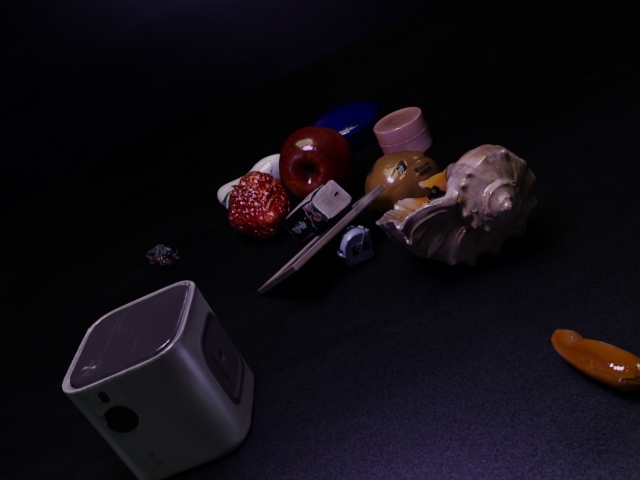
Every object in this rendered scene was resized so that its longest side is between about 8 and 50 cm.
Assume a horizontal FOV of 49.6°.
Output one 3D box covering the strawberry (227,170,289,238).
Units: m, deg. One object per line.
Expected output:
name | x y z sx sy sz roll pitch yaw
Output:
strawberry | -0.169 -0.088 1.927 0.186 0.184 0.201 -33 35 -4

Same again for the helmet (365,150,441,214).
helmet | 0.204 -0.159 1.746 0.198 0.130 0.224 5 39 44

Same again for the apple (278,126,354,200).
apple | -0.010 -0.213 1.952 0.218 0.218 0.201 -19 22 17

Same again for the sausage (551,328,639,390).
sausage | 0.404 0.174 1.016 0.062 0.054 0.183 -2 12 -27

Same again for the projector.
projector | -0.289 0.260 1.297 0.248 0.249 0.248 -23 26 11

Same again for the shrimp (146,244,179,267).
shrimp | -0.475 0.036 2.093 0.076 0.082 0.174 -44 23 -22

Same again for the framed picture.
framed picture | 0.000 0.000 1.653 0.324 0.020 0.240 -42 3 -28

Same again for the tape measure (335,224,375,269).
tape measure | 0.077 0.014 1.581 0.091 0.094 0.054 -36 40 -16

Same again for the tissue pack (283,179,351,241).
tissue pack | -0.010 -0.073 1.773 0.103 0.090 0.170 -45 3 -34

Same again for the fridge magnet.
fridge magnet | 0.081 -0.381 2.296 0.265 0.113 0.265 -22 27 12

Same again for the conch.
conch | 0.273 -0.047 1.406 0.297 0.210 0.352 -24 -3 -13

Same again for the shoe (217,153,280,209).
shoe | -0.205 -0.176 2.224 0.265 0.095 0.110 -31 31 3

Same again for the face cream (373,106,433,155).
face cream | 0.240 -0.306 2.012 0.149 0.104 0.149 -22 26 11
